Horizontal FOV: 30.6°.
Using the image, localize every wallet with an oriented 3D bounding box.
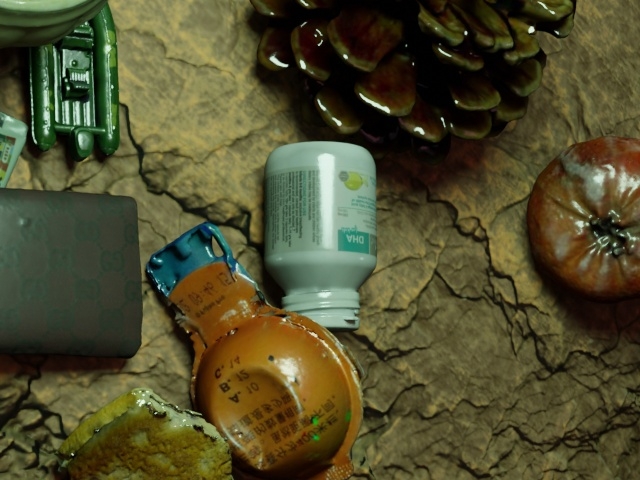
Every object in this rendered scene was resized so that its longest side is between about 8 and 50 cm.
[{"bbox_3d":[-0.292,0.034,1.230,0.229,0.049,0.181,5,78,-42],"label":"wallet"}]

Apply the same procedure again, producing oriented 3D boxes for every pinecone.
[{"bbox_3d":[0.117,-0.306,1.398,0.398,0.398,0.397,6,79,-31],"label":"pinecone"}]

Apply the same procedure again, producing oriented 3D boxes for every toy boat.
[{"bbox_3d":[-0.272,-0.190,1.298,0.104,0.052,0.210,2,82,-29],"label":"toy boat"}]

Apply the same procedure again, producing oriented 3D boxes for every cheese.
[{"bbox_3d":[-0.076,0.136,1.303,0.329,0.217,0.129,57,21,3],"label":"cheese"}]

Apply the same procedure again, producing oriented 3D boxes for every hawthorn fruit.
[{"bbox_3d":[0.416,-0.040,1.630,0.241,0.242,0.272,67,27,-6],"label":"hawthorn fruit"}]

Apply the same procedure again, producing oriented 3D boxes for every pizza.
[{"bbox_3d":[-0.166,0.239,1.262,0.226,0.069,0.147,27,107,-23],"label":"pizza"}]

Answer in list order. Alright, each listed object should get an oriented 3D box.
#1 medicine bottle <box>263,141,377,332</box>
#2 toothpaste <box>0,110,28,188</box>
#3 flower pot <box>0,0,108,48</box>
[{"bbox_3d":[0.000,0.000,1.388,0.135,0.135,0.215,5,79,-31],"label":"medicine bottle"},{"bbox_3d":[-0.371,-0.024,1.221,0.067,0.037,0.255,24,67,-27],"label":"toothpaste"},{"bbox_3d":[-0.351,-0.321,1.151,0.308,0.244,0.307,8,77,-36],"label":"flower pot"}]
